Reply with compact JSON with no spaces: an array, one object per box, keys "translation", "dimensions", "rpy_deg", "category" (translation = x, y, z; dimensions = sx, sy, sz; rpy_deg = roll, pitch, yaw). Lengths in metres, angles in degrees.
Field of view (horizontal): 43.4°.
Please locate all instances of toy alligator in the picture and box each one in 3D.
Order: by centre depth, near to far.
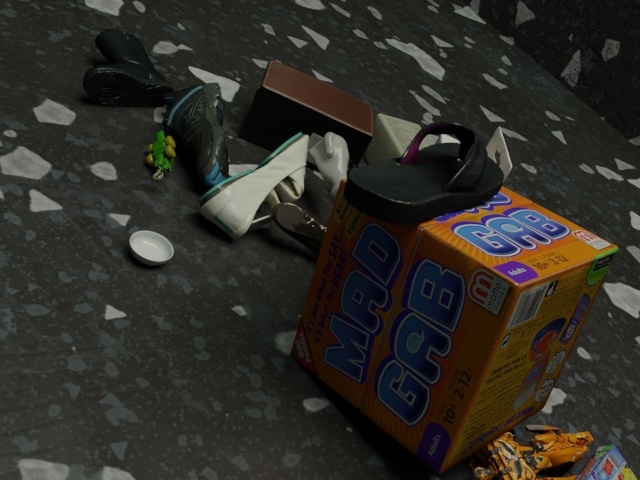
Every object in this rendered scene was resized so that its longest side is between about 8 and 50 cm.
[{"translation":[-0.334,-0.167,1.711],"dimensions":[0.190,0.056,0.051],"rpy_deg":[-103,165,-50],"category":"toy alligator"}]

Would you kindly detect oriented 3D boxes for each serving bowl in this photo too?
[{"translation":[-0.315,0.019,1.484],"dimensions":[0.083,0.027,0.083],"rpy_deg":[20,34,-14],"category":"serving bowl"}]

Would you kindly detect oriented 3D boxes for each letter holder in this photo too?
[{"translation":[-0.030,-0.311,2.057],"dimensions":[0.301,0.152,0.214],"rpy_deg":[23,31,-11],"category":"letter holder"}]

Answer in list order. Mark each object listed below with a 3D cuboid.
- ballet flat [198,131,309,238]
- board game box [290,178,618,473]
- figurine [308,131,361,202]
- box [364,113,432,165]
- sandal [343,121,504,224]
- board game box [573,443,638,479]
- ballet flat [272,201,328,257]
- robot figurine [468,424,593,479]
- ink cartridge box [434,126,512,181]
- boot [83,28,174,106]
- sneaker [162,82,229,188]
[{"translation":[-0.116,-0.113,1.757],"dimensions":[0.139,0.139,0.400],"rpy_deg":[35,37,9],"category":"ballet flat"},{"translation":[0.227,0.110,1.413],"dimensions":[0.356,0.357,0.356],"rpy_deg":[33,29,33],"category":"board game box"},{"translation":[0.067,-0.113,1.847],"dimensions":[0.215,0.092,0.210],"rpy_deg":[49,17,-48],"category":"figurine"},{"translation":[0.230,-0.189,2.115],"dimensions":[0.147,0.121,0.311],"rpy_deg":[11,36,-27],"category":"box"},{"translation":[0.200,-0.126,1.331],"dimensions":[0.167,0.107,0.445],"rpy_deg":[26,26,22],"category":"sandal"},{"translation":[0.522,0.478,1.397],"dimensions":[0.136,0.035,0.201],"rpy_deg":[-33,90,-37],"category":"board game box"},{"translation":[0.000,0.000,1.699],"dimensions":[0.249,0.084,0.058],"rpy_deg":[34,-10,-17],"category":"ballet flat"},{"translation":[0.391,0.410,1.443],"dimensions":[0.290,0.085,0.211],"rpy_deg":[8,37,-30],"category":"robot figurine"},{"translation":[0.275,-0.093,1.798],"dimensions":[0.119,0.354,0.207],"rpy_deg":[22,32,-12],"category":"ink cartridge box"},{"translation":[-0.483,-0.410,1.881],"dimensions":[0.246,0.094,0.207],"rpy_deg":[-3,48,-51],"category":"boot"},{"translation":[-0.281,-0.228,1.805],"dimensions":[0.139,0.125,0.341],"rpy_deg":[-6,42,-7],"category":"sneaker"}]
